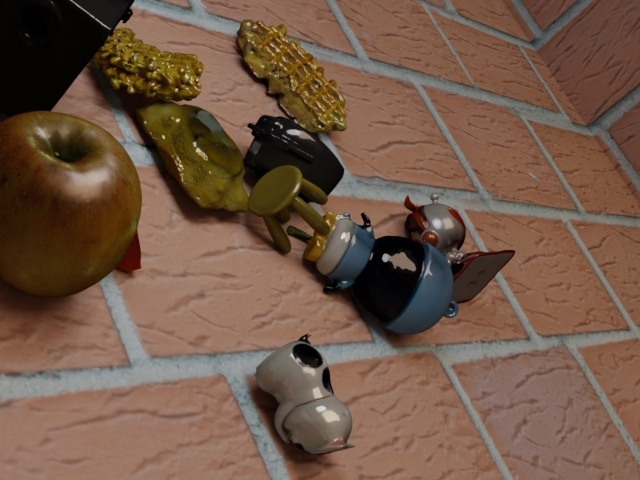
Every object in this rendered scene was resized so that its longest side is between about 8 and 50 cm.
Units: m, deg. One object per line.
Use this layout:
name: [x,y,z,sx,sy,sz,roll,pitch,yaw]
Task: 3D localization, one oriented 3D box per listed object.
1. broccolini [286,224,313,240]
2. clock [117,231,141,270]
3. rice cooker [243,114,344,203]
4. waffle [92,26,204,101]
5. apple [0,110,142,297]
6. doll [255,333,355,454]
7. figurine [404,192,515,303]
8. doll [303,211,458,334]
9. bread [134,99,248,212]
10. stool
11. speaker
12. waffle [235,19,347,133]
broccolini: [0.000,0.000,1.855,0.140,0.035,0.030,26,33,-31]
clock: [-0.302,-0.047,1.465,0.061,0.113,0.155,-9,53,-8]
rice cooker: [-0.052,-0.150,1.849,0.203,0.118,0.142,31,-2,-28]
waffle: [-0.297,-0.306,1.728,0.193,0.070,0.197,11,26,-25]
apple: [-0.348,-0.042,1.291,0.237,0.207,0.237,16,39,-13]
doll: [-0.022,0.239,1.492,0.181,0.107,0.110,65,12,14]
figurine: [0.253,-0.001,2.092,0.183,0.160,0.226,-2,48,-54]
doll: [0.122,0.063,1.834,0.314,0.141,0.177,30,78,-13]
bread: [-0.204,-0.149,1.711,0.160,0.088,0.233,-5,58,-51]
stool: [-0.054,-0.057,1.759,0.135,0.134,0.110,18,-22,47]
speaker: [-0.407,-0.317,1.472,0.184,0.254,0.232,37,32,-18]
waffle: [-0.063,-0.349,2.141,0.283,0.065,0.309,19,38,-44]
